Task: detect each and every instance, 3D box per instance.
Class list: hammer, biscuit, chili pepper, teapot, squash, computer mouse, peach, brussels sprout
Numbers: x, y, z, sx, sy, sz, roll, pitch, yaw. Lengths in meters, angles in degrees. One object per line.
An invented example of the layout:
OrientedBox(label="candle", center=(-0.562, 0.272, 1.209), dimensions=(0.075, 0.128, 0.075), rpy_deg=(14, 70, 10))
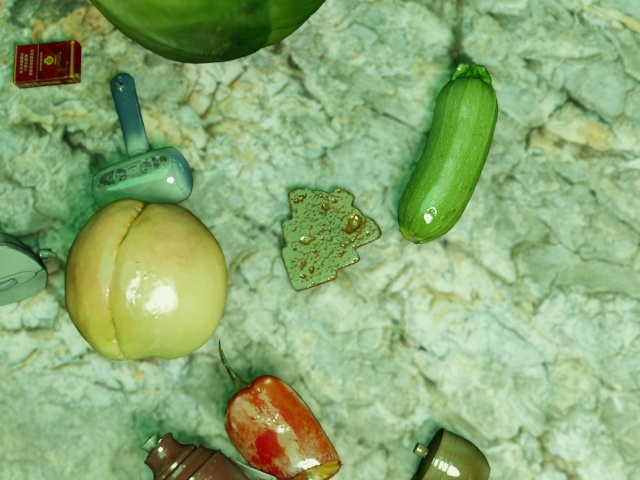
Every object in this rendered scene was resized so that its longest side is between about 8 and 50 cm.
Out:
OrientedBox(label="hammer", center=(-0.224, -0.119, 1.211), dimensions=(0.116, 0.069, 0.194), rpy_deg=(-19, 66, 4))
OrientedBox(label="biscuit", center=(0.000, 0.000, 1.163), dimensions=(0.119, 0.019, 0.130), rpy_deg=(27, 81, 14))
OrientedBox(label="chili pepper", center=(-0.061, 0.186, 1.096), dimensions=(0.086, 0.084, 0.192), rpy_deg=(-28, 74, -28))
OrientedBox(label="teapot", center=(0.124, 0.252, 1.045), dimensions=(0.080, 0.110, 0.085), rpy_deg=(27, 126, 1))
OrientedBox(label="squash", center=(0.146, -0.096, 1.138), dimensions=(0.077, 0.068, 0.219), rpy_deg=(16, 78, 14))
OrientedBox(label="computer mouse", center=(-0.414, 0.044, 1.173), dimensions=(0.229, 0.113, 0.068), rpy_deg=(-3, 61, 12))
OrientedBox(label="peach", center=(-0.191, 0.040, 1.106), dimensions=(0.184, 0.184, 0.184), rpy_deg=(-2, 76, 8))
OrientedBox(label="brussels sprout", center=(-0.143, -0.349, 1.127), dimensions=(0.355, 0.289, 0.281), rpy_deg=(11, 77, -15))

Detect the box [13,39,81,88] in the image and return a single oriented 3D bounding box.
OrientedBox(label="box", center=(-0.340, -0.220, 1.269), dimensions=(0.082, 0.023, 0.051), rpy_deg=(-4, 76, 8))

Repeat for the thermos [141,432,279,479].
OrientedBox(label="thermos", center=(-0.098, 0.289, 1.050), dimensions=(0.232, 0.124, 0.099), rpy_deg=(43, 45, 6))
